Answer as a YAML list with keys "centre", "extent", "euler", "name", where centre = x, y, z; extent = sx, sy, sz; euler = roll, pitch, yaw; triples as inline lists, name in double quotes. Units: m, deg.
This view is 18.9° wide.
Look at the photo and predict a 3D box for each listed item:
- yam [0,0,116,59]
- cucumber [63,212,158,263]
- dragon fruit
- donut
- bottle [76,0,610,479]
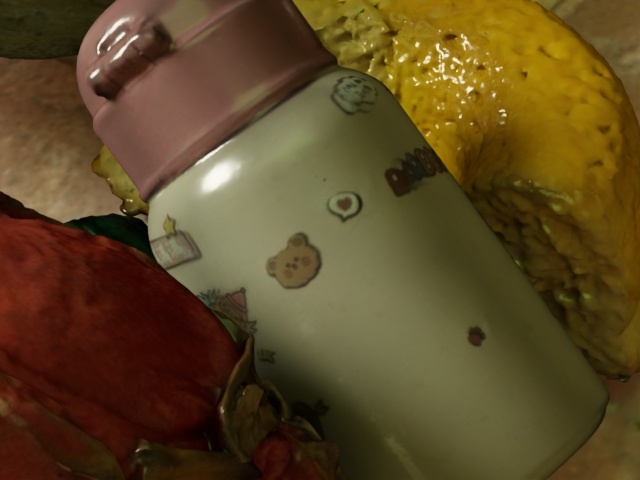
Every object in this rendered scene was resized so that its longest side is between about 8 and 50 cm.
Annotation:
- centre: [-0.179, -0.180, 0.825]
  extent: [0.300, 0.195, 0.195]
  euler: [3, 47, -30]
  name: "yam"
- centre: [-0.082, 0.044, 0.778]
  extent: [0.115, 0.062, 0.116]
  euler: [40, 63, 22]
  name: "cucumber"
- centre: [-0.073, 0.076, 0.648]
  extent: [0.148, 0.224, 0.218]
  euler: [-15, 70, -16]
  name: "dragon fruit"
- centre: [0.042, -0.053, 0.839]
  extent: [0.259, 0.101, 0.152]
  euler: [18, 48, 19]
  name: "donut"
- centre: [0.000, 0.000, 0.720]
  extent: [0.110, 0.110, 0.233]
  euler: [-36, 88, -25]
  name: "bottle"
